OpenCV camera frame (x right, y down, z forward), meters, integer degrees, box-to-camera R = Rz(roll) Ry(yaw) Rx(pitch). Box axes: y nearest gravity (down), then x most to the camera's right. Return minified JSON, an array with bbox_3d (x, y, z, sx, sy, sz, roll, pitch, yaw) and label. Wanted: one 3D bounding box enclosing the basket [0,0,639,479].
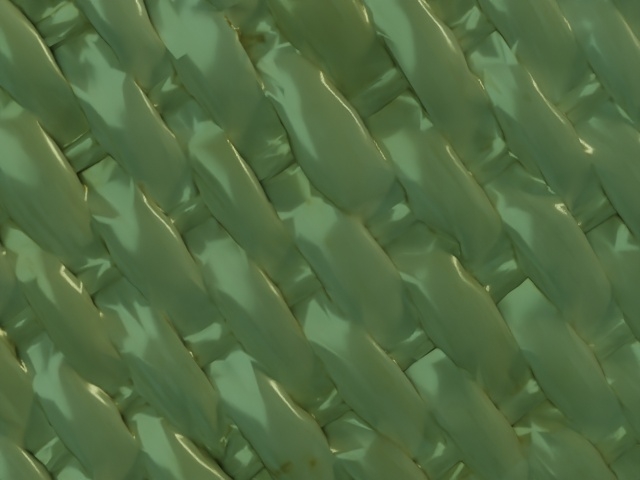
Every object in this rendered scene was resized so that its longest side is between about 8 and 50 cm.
[{"bbox_3d":[0.000,0.000,0.516,0.328,0.266,0.331,-34,103,-5],"label":"basket"}]
